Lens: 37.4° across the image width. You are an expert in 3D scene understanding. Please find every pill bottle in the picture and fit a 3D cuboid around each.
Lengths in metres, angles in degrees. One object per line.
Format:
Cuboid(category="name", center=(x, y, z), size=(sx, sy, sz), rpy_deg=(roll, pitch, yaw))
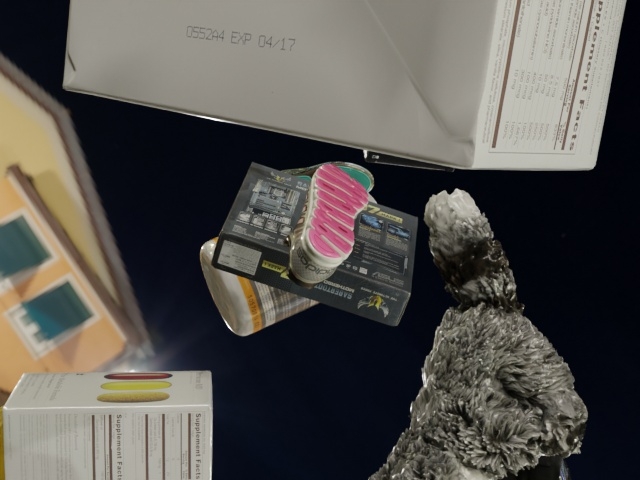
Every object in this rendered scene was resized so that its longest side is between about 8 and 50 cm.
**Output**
Cuboid(category="pill bottle", center=(-0.036, 0.028, 1.496), size=(0.162, 0.279, 0.162), rpy_deg=(57, -20, 33))

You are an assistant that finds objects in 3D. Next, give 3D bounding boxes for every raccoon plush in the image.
Cuboid(category="raccoon plush", center=(0.140, 0.190, 1.270), size=(0.216, 0.299, 0.446), rpy_deg=(110, -43, -69))

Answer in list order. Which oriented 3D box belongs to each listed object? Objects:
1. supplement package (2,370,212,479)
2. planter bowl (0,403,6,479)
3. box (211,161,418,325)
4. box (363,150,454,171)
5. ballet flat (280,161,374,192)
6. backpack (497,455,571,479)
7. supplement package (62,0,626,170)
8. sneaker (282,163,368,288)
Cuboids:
Cuboid(category="supplement package", center=(-0.258, 0.247, 1.187), size=(0.139, 0.244, 0.133), rpy_deg=(-124, -145, -77))
Cuboid(category="planter bowl", center=(-0.489, 0.362, 1.632), size=(0.217, 0.217, 0.090), rpy_deg=(63, -14, -14))
Cuboid(category="box", center=(0.000, 0.000, 1.160), size=(0.233, 0.183, 0.059), rpy_deg=(19, -58, -3))
Cuboid(category="box", center=(0.152, -0.206, 1.612), size=(0.158, 0.156, 0.093), rpy_deg=(-97, -163, -48))
Cuboid(category="ballet flat", center=(0.000, -0.102, 1.605), size=(0.189, 0.070, 0.070), rpy_deg=(-2, -51, 11))
Cuboid(category="backpack", center=(0.275, 0.395, 1.497), size=(0.213, 0.277, 0.263), rpy_deg=(-53, 123, -72))
Cuboid(category="supplement package", center=(0.013, -0.158, 0.489), size=(0.262, 0.145, 0.203), rpy_deg=(15, -77, 34))
Cuboid(category="sneaker", center=(0.000, -0.013, 0.935), size=(0.063, 0.170, 0.074), rpy_deg=(31, -57, -12))
